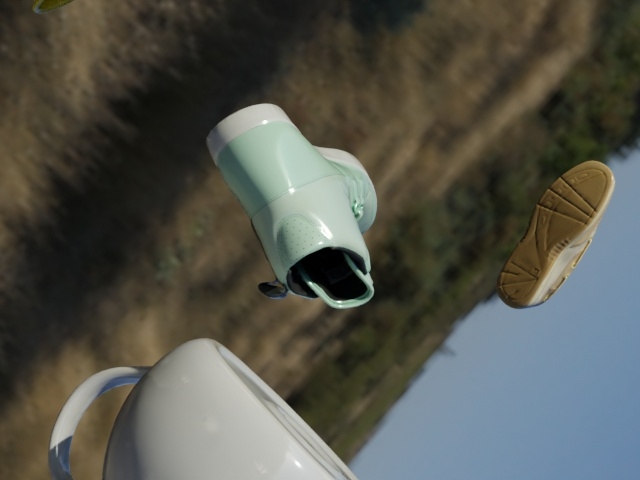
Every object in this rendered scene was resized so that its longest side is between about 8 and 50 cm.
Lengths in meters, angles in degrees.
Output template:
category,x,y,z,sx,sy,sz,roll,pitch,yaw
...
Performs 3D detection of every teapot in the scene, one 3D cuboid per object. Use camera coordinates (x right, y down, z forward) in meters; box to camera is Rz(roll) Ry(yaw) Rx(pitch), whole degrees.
category,x,y,z,sx,sy,sz,roll,pitch,yaw
teapot,-0.078,0.206,1.288,0.187,0.252,0.256,-44,-170,0

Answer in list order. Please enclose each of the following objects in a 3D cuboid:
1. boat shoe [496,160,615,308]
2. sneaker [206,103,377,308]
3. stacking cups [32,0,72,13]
category,x,y,z,sx,sy,sz,roll,pitch,yaw
boat shoe,0.241,-0.004,1.758,0.170,0.063,0.059,-54,151,11
sneaker,-0.001,0.000,1.379,0.094,0.151,0.256,-30,159,12
stacking cups,-0.369,-0.418,2.026,0.096,0.316,0.096,-31,176,-2
